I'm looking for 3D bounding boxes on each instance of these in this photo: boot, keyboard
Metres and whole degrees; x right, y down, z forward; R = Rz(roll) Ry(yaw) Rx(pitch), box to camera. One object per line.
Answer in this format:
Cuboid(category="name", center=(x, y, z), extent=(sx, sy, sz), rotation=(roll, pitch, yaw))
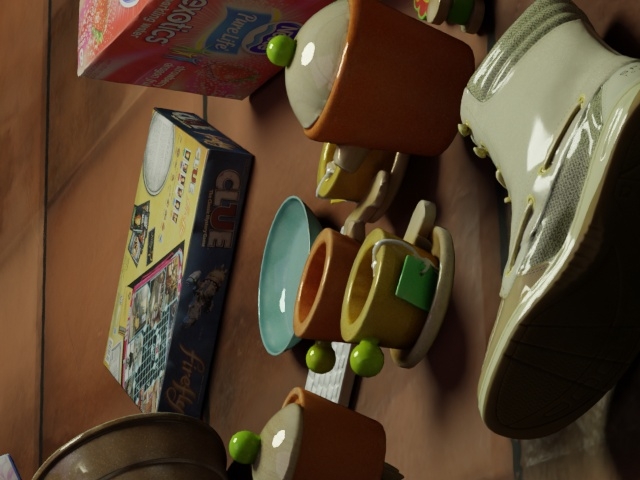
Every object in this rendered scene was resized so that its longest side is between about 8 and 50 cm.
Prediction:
Cuboid(category="boot", center=(0.121, -0.015, 1.019), extent=(0.213, 0.077, 0.165), rotation=(-69, 28, 19))
Cuboid(category="keyboard", center=(0.000, 0.121, 1.338), extent=(0.072, 0.014, 0.256), rotation=(-141, 61, -63))

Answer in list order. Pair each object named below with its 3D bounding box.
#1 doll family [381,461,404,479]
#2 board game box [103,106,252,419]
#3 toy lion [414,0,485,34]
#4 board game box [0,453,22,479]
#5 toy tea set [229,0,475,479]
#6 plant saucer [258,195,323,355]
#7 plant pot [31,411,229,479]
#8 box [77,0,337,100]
Cuboid(category="doll family", center=(0.056, 0.211, 1.106), extent=(0.111, 0.076, 0.193), rotation=(-62, 20, 1))
Cuboid(category="board game box", center=(-0.126, 0.022, 1.617), extent=(0.165, 0.042, 0.243), rotation=(-142, 62, -63))
Cuboid(category="toy lion", center=(0.087, -0.184, 1.205), extent=(0.096, 0.034, 0.100), rotation=(-108, 33, -58))
Cuboid(category="board game box", center=(-0.202, 0.354, 1.432), extent=(0.319, 0.066, 0.318), rotation=(63, 163, 15))
Cuboid(category="toy tea set", center=(0.000, 0.000, 1.145), extent=(0.200, 0.124, 0.336), rotation=(122, 159, -53))
Cuboid(category="plant saucer", center=(-0.018, 0.027, 1.385), extent=(0.119, 0.021, 0.119), rotation=(-172, 90, -71))
Cuboid(category="plant pot", center=(-0.124, 0.246, 1.426), extent=(0.165, 0.167, 0.167), rotation=(62, 139, 41))
Cuboid(category="box", center=(-0.068, -0.224, 1.415), extent=(0.300, 0.154, 0.142), rotation=(150, 123, -60))
